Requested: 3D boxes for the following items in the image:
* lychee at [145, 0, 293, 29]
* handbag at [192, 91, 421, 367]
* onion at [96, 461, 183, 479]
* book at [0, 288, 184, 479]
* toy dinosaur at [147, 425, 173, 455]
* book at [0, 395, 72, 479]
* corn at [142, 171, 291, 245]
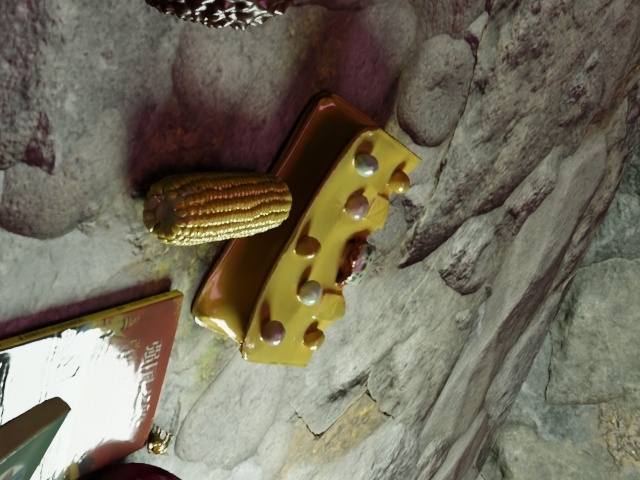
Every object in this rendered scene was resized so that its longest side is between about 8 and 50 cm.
[{"bbox_3d":[-0.115,-0.326,1.186,0.236,0.271,0.236,-15,136,-15],"label":"lychee"},{"bbox_3d":[0.000,0.000,1.785,0.401,0.133,0.283,-61,156,1],"label":"handbag"},{"bbox_3d":[-0.279,0.435,1.711,0.230,0.163,0.230,4,84,-43],"label":"onion"},{"bbox_3d":[-0.338,0.215,1.538,0.374,0.028,0.262,-15,128,-51],"label":"book"},{"bbox_3d":[-0.238,0.303,1.773,0.041,0.026,0.113,-65,168,-9],"label":"toy dinosaur"},{"bbox_3d":[-0.437,0.366,1.373,0.371,0.043,0.260,-58,173,18],"label":"book"},{"bbox_3d":[-0.131,-0.047,1.560,0.244,0.093,0.093,-11,125,-55],"label":"corn"}]
